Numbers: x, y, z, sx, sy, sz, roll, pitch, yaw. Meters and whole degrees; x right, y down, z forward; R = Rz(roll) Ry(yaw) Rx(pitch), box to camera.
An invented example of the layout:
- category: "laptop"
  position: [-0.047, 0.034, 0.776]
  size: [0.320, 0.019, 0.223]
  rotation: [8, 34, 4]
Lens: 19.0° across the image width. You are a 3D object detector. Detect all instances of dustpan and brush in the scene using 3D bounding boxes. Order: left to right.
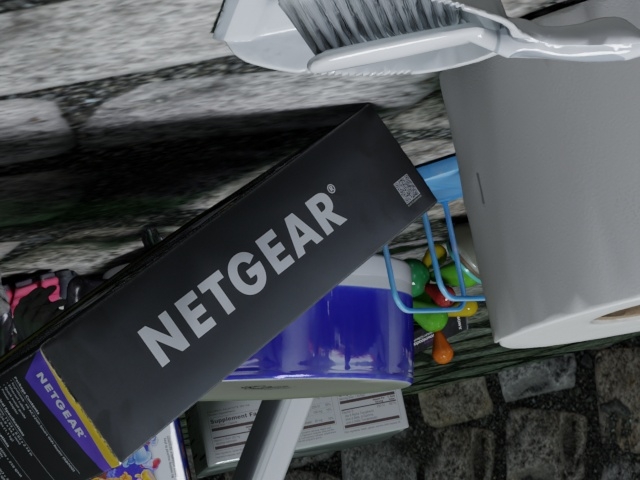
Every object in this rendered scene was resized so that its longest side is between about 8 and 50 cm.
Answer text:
- category: "dustpan and brush"
  position: [0.064, -0.104, 0.916]
  size: [0.211, 0.060, 0.147]
  rotation: [-10, 171, -11]

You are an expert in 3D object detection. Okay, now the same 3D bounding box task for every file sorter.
- category: "file sorter"
  position: [0.142, -0.013, 1.455]
  size: [0.170, 0.105, 0.118]
  rotation: [-18, 170, 32]

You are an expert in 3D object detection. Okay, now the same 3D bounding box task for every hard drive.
- category: "hard drive"
  position: [-0.055, 0.225, 2.139]
  size: [0.040, 0.308, 0.203]
  rotation: [22, 166, -5]

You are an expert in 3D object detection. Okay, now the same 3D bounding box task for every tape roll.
- category: "tape roll"
  position: [0.206, -0.043, 1.133]
  size: [0.246, 0.169, 0.246]
  rotation: [-10, 171, -2]

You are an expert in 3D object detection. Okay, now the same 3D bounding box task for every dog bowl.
- category: "dog bowl"
  position: [-0.052, 0.077, 1.630]
  size: [0.264, 0.104, 0.265]
  rotation: [-2, 172, 0]

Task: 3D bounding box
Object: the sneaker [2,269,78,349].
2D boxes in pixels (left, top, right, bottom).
- category: "sneaker"
  position: [-0.236, 0.103, 1.684]
  size: [0.120, 0.112, 0.299]
  rotation: [-12, 172, 6]

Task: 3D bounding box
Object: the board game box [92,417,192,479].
- category: "board game box"
  position: [-0.248, 0.279, 1.995]
  size: [0.233, 0.347, 0.078]
  rotation: [-12, -172, 0]

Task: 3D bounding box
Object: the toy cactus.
- category: "toy cactus"
  position: [0.043, 0.058, 1.852]
  size: [0.219, 0.112, 0.180]
  rotation: [-6, 166, 38]

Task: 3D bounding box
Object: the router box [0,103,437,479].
- category: "router box"
  position: [-0.104, 0.055, 1.184]
  size: [0.309, 0.081, 0.243]
  rotation: [-38, -175, -41]

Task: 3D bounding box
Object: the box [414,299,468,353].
- category: "box"
  position: [0.055, 0.093, 1.980]
  size: [0.162, 0.029, 0.116]
  rotation: [-24, -152, -23]

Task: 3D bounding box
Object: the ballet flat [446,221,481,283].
- category: "ballet flat"
  position: [0.171, 0.003, 1.778]
  size: [0.068, 0.072, 0.213]
  rotation: [-42, 165, 11]

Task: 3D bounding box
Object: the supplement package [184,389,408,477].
- category: "supplement package"
  position: [-0.041, 0.209, 2.501]
  size: [0.261, 0.145, 0.204]
  rotation: [-9, 171, -10]

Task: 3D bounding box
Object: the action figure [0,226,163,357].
- category: "action figure"
  position: [-0.207, 0.077, 1.384]
  size: [0.275, 0.141, 0.164]
  rotation: [-33, -146, -27]
